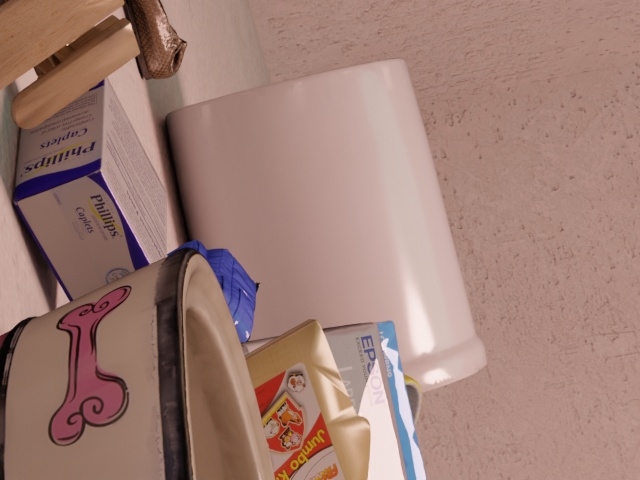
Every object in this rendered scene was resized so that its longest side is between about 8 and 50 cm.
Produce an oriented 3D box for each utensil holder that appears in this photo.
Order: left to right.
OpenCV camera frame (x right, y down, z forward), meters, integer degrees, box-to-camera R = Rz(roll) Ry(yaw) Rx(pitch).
[{"bbox_3d":[0.000,0.000,2.155,0.327,0.327,0.386,-57,134,-85],"label":"utensil holder"}]

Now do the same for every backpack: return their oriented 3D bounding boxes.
[{"bbox_3d":[-0.123,0.068,1.755,0.101,0.098,0.120,44,20,-26],"label":"backpack"}]

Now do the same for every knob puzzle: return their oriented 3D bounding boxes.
[{"bbox_3d":[-0.043,0.178,1.288,0.030,0.213,0.213,5,-70,54],"label":"knob puzzle"}]

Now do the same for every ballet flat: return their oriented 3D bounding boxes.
[{"bbox_3d":[-0.197,-0.297,1.988,0.084,0.058,0.250,-96,174,-65],"label":"ballet flat"}]

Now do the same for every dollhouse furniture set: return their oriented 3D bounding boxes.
[{"bbox_3d":[-0.227,-0.157,1.269,0.151,0.123,0.144,38,-23,34],"label":"dollhouse furniture set"}]

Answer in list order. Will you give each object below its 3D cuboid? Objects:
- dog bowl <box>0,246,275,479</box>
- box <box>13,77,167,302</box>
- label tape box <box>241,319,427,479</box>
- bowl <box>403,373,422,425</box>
[{"bbox_3d":[-0.106,0.217,1.037,0.408,0.150,0.408,-11,90,-87],"label":"dog bowl"},{"bbox_3d":[-0.169,-0.033,1.328,0.137,0.072,0.126,-98,166,-53],"label":"box"},{"bbox_3d":[-0.006,0.198,1.417,0.347,0.115,0.249,-8,85,-42],"label":"label tape box"},{"bbox_3d":[-0.052,0.207,1.664,0.156,0.289,0.289,35,-13,19],"label":"bowl"}]
